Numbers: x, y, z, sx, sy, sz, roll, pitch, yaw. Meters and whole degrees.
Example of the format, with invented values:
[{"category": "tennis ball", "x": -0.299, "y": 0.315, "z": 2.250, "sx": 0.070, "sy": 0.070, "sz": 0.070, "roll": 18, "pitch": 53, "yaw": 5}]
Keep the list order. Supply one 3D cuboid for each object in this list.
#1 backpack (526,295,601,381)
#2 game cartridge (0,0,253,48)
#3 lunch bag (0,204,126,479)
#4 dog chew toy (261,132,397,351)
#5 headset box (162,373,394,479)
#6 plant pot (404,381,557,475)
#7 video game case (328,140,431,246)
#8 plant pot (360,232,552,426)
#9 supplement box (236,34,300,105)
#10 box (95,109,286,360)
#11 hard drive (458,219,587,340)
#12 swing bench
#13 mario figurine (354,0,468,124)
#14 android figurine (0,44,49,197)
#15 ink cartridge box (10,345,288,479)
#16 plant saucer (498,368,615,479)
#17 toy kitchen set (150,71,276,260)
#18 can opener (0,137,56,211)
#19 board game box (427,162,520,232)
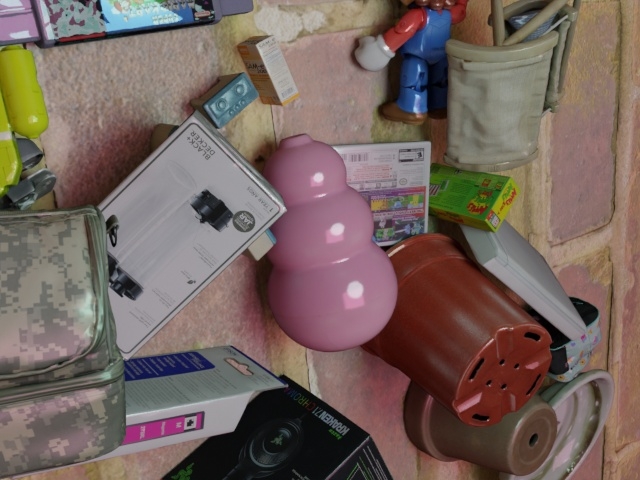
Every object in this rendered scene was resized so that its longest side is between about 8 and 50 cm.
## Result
[{"category": "backpack", "x": 0.533, "y": 0.213, "z": 1.475, "sx": 0.188, "sy": 0.166, "sz": 0.144, "roll": -37, "pitch": 118, "yaw": -22}, {"category": "game cartridge", "x": -0.257, "y": -0.374, "z": 0.820, "sx": 0.355, "sy": 0.068, "sz": 0.230, "roll": -20, "pitch": 109, "yaw": -31}, {"category": "lunch bag", "x": -0.360, "y": 0.092, "z": 0.668, "sx": 0.305, "sy": 0.213, "sz": 0.255, "roll": -4, "pitch": 105, "yaw": -23}, {"category": "dog chew toy", "x": 0.000, "y": 0.000, "z": 1.021, "sx": 0.207, "sy": 0.207, "sz": 0.331, "roll": -22, "pitch": 105, "yaw": -30}, {"category": "headset box", "x": -0.075, "y": 0.385, "z": 1.027, "sx": 0.283, "sy": 0.246, "sz": 0.131, "roll": -38, "pitch": 122, "yaw": -22}, {"category": "plant pot", "x": 0.339, "y": 0.359, "z": 1.334, "sx": 0.263, "sy": 0.229, "sz": 0.262, "roll": -10, "pitch": 109, "yaw": -33}, {"category": "video game case", "x": 0.101, "y": -0.079, "z": 1.154, "sx": 0.202, "sy": 0.023, "sz": 0.183, "roll": -6, "pitch": 105, "yaw": -23}, {"category": "plant pot", "x": 0.236, "y": 0.164, "z": 1.148, "sx": 0.273, "sy": 0.265, "sz": 0.272, "roll": -14, "pitch": 122, "yaw": -24}, {"category": "supplement box", "x": -0.078, "y": -0.252, "z": 0.977, "sx": 0.036, "sy": 0.062, "sz": 0.098, "roll": -37, "pitch": 120, "yaw": -22}, {"category": "box", "x": -0.205, "y": -0.007, "z": 0.843, "sx": 0.290, "sy": 0.087, "sz": 0.169, "roll": -44, "pitch": 107, "yaw": 6}, {"category": "hard drive", "x": 0.383, "y": 0.036, "z": 1.296, "sx": 0.047, "sy": 0.233, "sz": 0.353, "roll": -38, "pitch": 130, "yaw": 21}, {"category": "swing bench", "x": 0.322, "y": -0.280, "z": 1.110, "sx": 0.254, "sy": 0.165, "sz": 0.253, "roll": -60, "pitch": 155, "yaw": -31}, {"category": "mario figurine", "x": 0.162, "y": -0.371, "z": 1.113, "sx": 0.198, "sy": 0.170, "sz": 0.320, "roll": -52, "pitch": 148, "yaw": -60}, {"category": "android figurine", "x": -0.428, "y": -0.134, "z": 0.708, "sx": 0.249, "sy": 0.056, "sz": 0.272, "roll": -11, "pitch": 94, "yaw": -17}, {"category": "ink cartridge box", "x": -0.246, "y": 0.217, "z": 0.901, "sx": 0.371, "sy": 0.176, "sz": 0.069, "roll": -4, "pitch": 104, "yaw": -36}, {"category": "plant saucer", "x": 0.534, "y": 0.457, "z": 1.553, "sx": 0.401, "sy": 0.101, "sz": 0.400, "roll": -21, "pitch": 127, "yaw": -32}, {"category": "toy kitchen set", "x": -0.115, "y": -0.109, "z": 0.948, "sx": 0.166, "sy": 0.122, "sz": 0.207, "roll": -45, "pitch": 124, "yaw": -19}, {"category": "can opener", "x": -0.448, "y": -0.021, "z": 0.775, "sx": 0.283, "sy": 0.076, "sz": 0.095, "roll": -36, "pitch": 88, "yaw": -23}, {"category": "board game box", "x": 0.257, "y": -0.080, "z": 1.189, "sx": 0.043, "sy": 0.181, "sz": 0.092, "roll": 41, "pitch": 77, "yaw": -38}]
